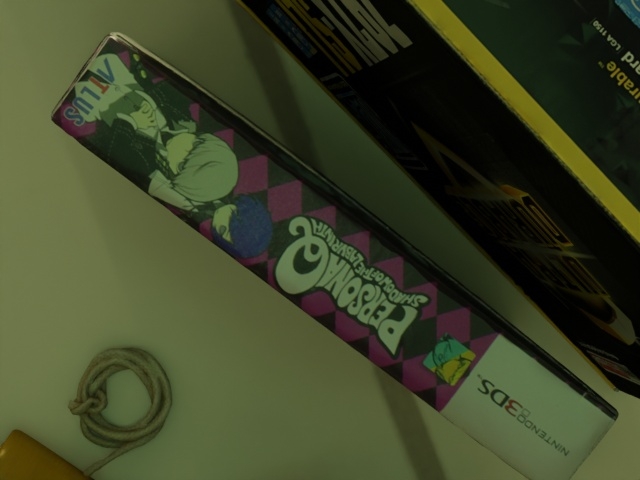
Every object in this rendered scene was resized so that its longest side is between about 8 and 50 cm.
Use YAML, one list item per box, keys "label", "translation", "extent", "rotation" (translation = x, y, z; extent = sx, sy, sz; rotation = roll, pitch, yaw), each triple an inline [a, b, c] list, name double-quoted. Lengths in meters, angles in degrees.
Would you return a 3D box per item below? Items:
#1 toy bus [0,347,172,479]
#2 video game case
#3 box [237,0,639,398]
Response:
- label: "toy bus"
  translation: [-0.139, 0.162, 0.801]
  extent: [0.191, 0.104, 0.202]
  rotation: [-11, 94, -4]
- label: "video game case"
  translation: [0.000, 0.000, 0.742]
  extent: [0.210, 0.232, 0.042]
  rotation: [37, 92, -6]
- label: "box"
  translation: [0.084, -0.042, 0.701]
  extent: [0.079, 0.322, 0.257]
  rotation: [-43, 95, -3]
